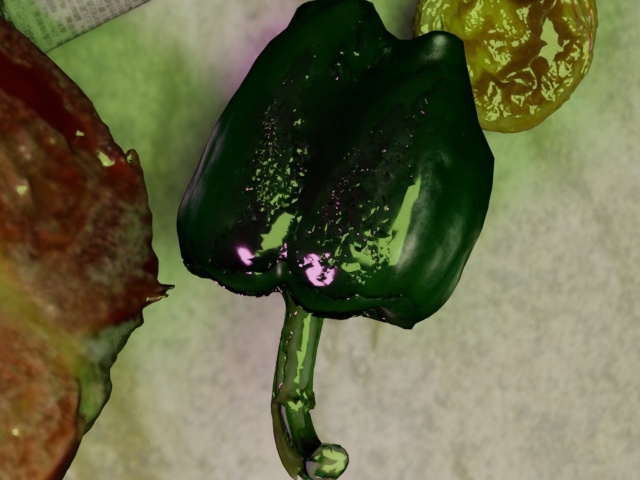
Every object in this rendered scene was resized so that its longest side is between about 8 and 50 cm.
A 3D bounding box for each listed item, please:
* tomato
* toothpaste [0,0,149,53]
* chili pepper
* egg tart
[{"bbox_3d":[-0.240,0.019,0.622,0.309,0.170,0.309,25,48,-30],"label":"tomato"},{"bbox_3d":[-0.079,-0.194,0.703,0.299,0.073,0.114,-23,108,-7],"label":"toothpaste"},{"bbox_3d":[0.000,0.000,0.706,0.165,0.174,0.261,23,83,-15],"label":"chili pepper"},{"bbox_3d":[0.116,-0.134,0.790,0.130,0.052,0.130,-4,103,-18],"label":"egg tart"}]
